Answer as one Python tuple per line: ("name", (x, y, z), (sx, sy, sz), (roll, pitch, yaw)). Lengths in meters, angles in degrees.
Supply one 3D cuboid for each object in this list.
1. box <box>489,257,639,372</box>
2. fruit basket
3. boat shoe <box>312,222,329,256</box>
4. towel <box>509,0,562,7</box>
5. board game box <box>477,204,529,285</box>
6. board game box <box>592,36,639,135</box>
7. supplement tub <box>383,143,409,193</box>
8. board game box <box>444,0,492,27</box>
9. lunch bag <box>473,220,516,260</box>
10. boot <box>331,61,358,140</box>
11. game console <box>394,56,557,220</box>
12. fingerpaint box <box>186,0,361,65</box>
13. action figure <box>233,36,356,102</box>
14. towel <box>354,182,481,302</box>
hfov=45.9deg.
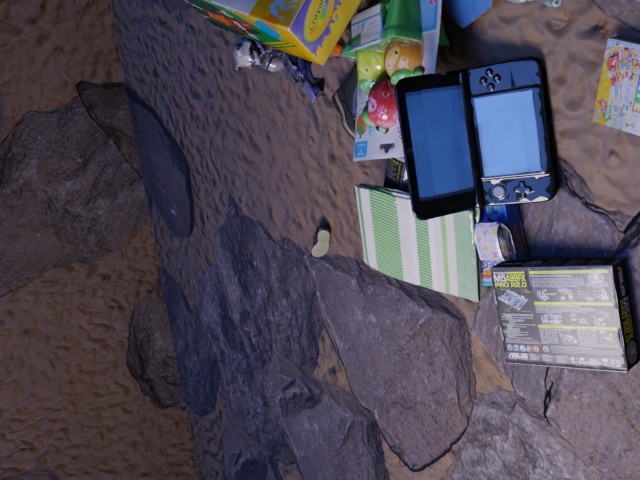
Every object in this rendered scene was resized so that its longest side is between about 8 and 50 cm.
("box", (0.489, 0.148, 1.534), (0.270, 0.060, 0.216), (-4, 100, 45))
("fruit basket", (0.152, -0.361, 1.691), (0.327, 0.165, 0.353), (8, 88, 63))
("boat shoe", (0.002, 0.000, 2.270), (0.133, 0.049, 0.042), (104, 165, -49))
("towel", (0.355, -0.567, 1.275), (0.374, 0.090, 0.320), (-84, -6, -70))
("board game box", (0.381, -0.004, 1.685), (0.160, 0.047, 0.210), (-5, 101, 56))
("board game box", (0.544, -0.273, 1.334), (0.103, 0.026, 0.154), (32, 129, 46))
("supplement tub", (0.215, -0.172, 1.796), (0.117, 0.117, 0.190), (41, 136, 40))
("board game box", (0.315, -0.523, 1.562), (0.169, 0.033, 0.133), (-24, 83, 67))
("lunch bag", (0.370, -0.002, 1.610), (0.071, 0.053, 0.083), (-3, 112, 55))
("boot", (0.107, -0.347, 1.926), (0.198, 0.077, 0.137), (58, 140, 21))
("game console", (0.313, -0.201, 1.512), (0.250, 0.173, 0.293), (-3, 101, 35))
("fingerpaint box", (-0.050, -0.654, 1.659), (0.371, 0.163, 0.445), (28, 87, 33))
("action figure", (-0.057, -0.459, 1.856), (0.341, 0.330, 0.178), (68, 154, 16))
("towel", (0.227, -0.003, 1.768), (0.325, 0.038, 0.248), (15, 124, 37))
